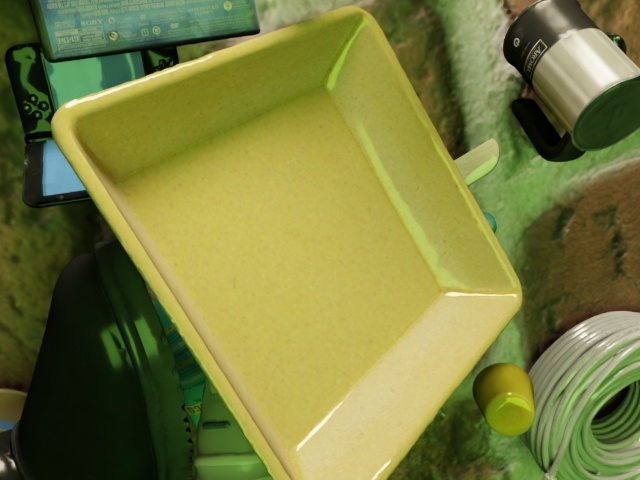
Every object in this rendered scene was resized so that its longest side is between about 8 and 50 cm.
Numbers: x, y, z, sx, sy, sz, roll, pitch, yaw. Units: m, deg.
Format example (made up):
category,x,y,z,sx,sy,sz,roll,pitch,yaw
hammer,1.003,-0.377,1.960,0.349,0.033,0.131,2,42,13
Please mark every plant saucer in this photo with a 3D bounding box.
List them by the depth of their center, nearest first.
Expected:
category,x,y,z,sx,sy,sz,roll,pitch,yaw
plant saucer,0.000,0.000,0.506,0.333,0.081,0.332,-36,99,-39

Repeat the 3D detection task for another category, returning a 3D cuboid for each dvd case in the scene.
category,x,y,z,sx,sy,sz,roll,pitch,yaw
dvd case,-0.157,-0.281,0.475,0.181,0.022,0.252,-12,109,-10

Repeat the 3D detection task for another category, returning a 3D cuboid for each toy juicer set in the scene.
category,x,y,z,sx,sy,sz,roll,pitch,yaw
toy juicer set,0.115,0.066,0.675,0.209,0.089,0.328,-10,102,11

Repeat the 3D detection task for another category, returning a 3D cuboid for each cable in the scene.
category,x,y,z,sx,sy,sz,roll,pitch,yaw
cable,0.387,0.217,0.793,0.257,0.089,0.257,-5,112,-14

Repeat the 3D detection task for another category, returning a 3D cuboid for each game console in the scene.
category,x,y,z,sx,sy,sz,roll,pitch,yaw
game console,-0.186,-0.107,0.513,0.144,0.085,0.124,-10,113,-11

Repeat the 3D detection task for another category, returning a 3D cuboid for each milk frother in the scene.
category,x,y,z,sx,sy,sz,roll,pitch,yaw
milk frother,0.270,-0.155,0.586,0.143,0.134,0.129,-17,145,-5

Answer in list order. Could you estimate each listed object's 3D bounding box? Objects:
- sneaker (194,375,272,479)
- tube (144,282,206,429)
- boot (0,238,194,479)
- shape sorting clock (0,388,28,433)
category,x,y,z,sx,sy,sz,roll,pitch,yaw
sneaker,-0.024,0.153,0.586,0.105,0.281,0.115,-7,84,17
tube,-0.138,0.135,0.647,0.080,0.052,0.207,-21,121,8
boot,-0.332,0.204,0.467,0.445,0.146,0.367,-15,133,-22
shape sorting clock,-0.354,0.241,0.631,0.206,0.040,0.206,-7,113,-17
